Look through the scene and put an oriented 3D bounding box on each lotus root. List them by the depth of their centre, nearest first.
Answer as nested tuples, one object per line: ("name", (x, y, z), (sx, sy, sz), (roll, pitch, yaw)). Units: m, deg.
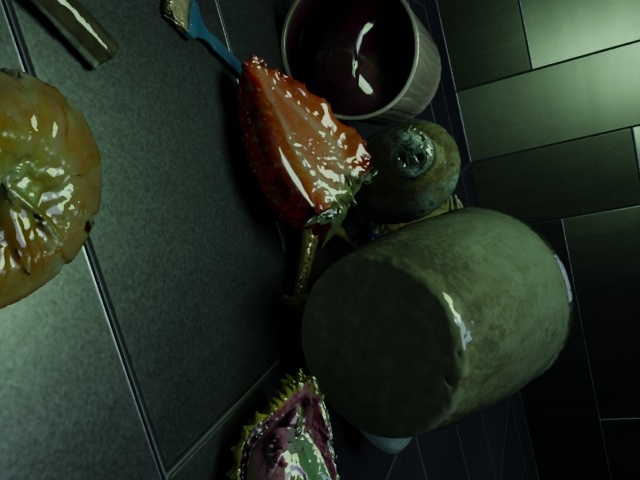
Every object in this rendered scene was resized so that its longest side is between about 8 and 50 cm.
("lotus root", (0.132, -0.105, 0.896), (0.349, 0.175, 0.174), (-162, -120, -84))

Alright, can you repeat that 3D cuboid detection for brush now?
("brush", (-0.132, -0.241, 0.675), (0.164, 0.014, 0.051), (35, 50, -59))

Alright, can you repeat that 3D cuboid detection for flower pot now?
("flower pot", (0.152, 0.101, 0.757), (0.330, 0.294, 0.293), (-4, 84, -54))

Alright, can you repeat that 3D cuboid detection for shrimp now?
("shrimp", (-0.224, -0.016, 0.324), (0.267, 0.061, 0.145), (-55, 139, -61))

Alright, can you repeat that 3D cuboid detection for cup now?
("cup", (0.057, -0.317, 0.952), (0.208, 0.288, 0.273), (-67, 163, 15))

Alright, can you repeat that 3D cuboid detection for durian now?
("durian", (-0.051, 0.237, 0.587), (0.108, 0.119, 0.186), (-2, 65, -28))

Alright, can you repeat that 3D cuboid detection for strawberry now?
("strawberry", (-0.046, -0.110, 0.723), (0.228, 0.098, 0.174), (41, 57, -19))

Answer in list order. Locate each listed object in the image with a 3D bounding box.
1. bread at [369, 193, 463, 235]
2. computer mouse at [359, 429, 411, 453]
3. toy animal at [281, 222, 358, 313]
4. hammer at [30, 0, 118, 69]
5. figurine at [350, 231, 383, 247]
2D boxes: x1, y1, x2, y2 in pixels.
("bread", (0.197, 0.029, 1.077), (0.110, 0.192, 0.209), (-39, 114, -71))
("computer mouse", (0.076, 0.220, 0.875), (0.128, 0.079, 0.230), (-7, 69, -63))
("toy animal", (-0.003, -0.009, 0.817), (0.275, 0.054, 0.149), (-58, 134, -59))
("hammer", (-0.252, -0.235, 0.390), (0.297, 0.027, 0.125), (50, 41, -47))
("figurine", (0.085, 0.052, 0.965), (0.086, 0.087, 0.149), (112, -14, -57))
